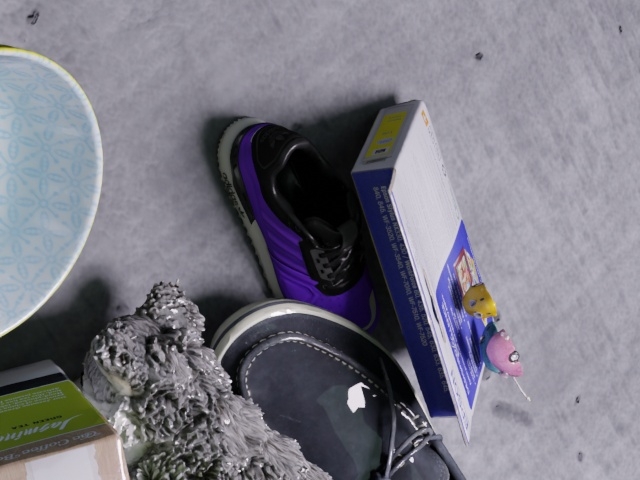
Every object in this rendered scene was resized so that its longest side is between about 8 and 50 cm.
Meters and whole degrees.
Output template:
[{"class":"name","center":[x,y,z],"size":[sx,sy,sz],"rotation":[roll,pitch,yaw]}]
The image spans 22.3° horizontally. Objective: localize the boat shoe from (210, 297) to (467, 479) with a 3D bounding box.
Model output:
[{"class":"boat shoe","center":[0.061,0.256,1.819],"size":[0.187,0.156,0.500],"rotation":[-38,118,0]}]

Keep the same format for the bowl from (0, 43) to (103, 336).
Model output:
[{"class":"bowl","center":[-0.359,-0.057,1.496],"size":[0.289,0.156,0.289],"rotation":[-30,131,-41]}]

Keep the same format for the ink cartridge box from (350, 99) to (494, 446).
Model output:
[{"class":"ink cartridge box","center":[0.113,0.031,1.803],"size":[0.307,0.072,0.303],"rotation":[-60,135,-64]}]

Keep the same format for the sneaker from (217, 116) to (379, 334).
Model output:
[{"class":"sneaker","center":[-0.001,0.000,1.777],"size":[0.102,0.146,0.293],"rotation":[-42,116,-25]}]

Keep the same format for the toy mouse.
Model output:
[{"class":"toy mouse","center":[0.194,0.119,1.794],"size":[0.031,0.161,0.143],"rotation":[-22,103,-1]}]

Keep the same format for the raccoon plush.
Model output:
[{"class":"raccoon plush","center":[-0.044,0.204,1.645],"size":[0.446,0.216,0.299],"rotation":[0,110,5]}]

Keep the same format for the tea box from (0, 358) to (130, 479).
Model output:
[{"class":"tea box","center":[-0.287,0.316,1.476],"size":[0.220,0.323,0.329],"rotation":[-14,103,-17]}]
